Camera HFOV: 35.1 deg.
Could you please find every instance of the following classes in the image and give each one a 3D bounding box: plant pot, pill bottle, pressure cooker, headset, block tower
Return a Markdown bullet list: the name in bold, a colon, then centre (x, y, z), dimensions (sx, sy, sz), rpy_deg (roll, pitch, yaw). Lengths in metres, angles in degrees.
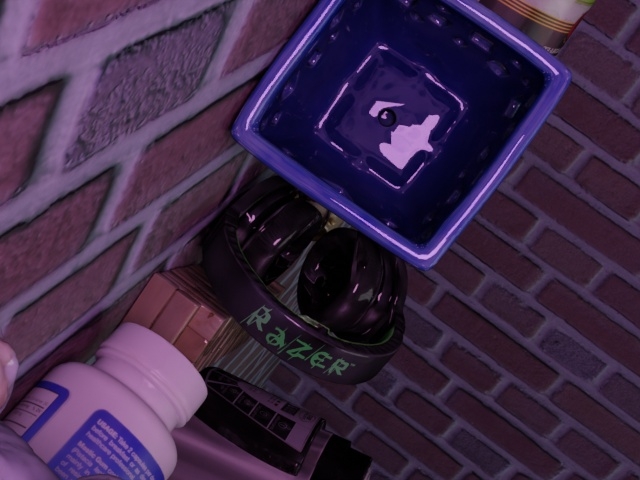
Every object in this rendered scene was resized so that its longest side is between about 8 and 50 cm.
- **plant pot**: centre (0.076, -0.130, 1.019), dimensions (0.236, 0.236, 0.212), rpy_deg (-54, -179, 4)
- **pill bottle**: centre (-0.229, 0.210, 0.926), dimensions (0.272, 0.152, 0.152), rpy_deg (-49, 173, -29)
- **pressure cooker**: centre (-0.110, 0.391, 1.313), dimensions (0.375, 0.420, 0.370), rpy_deg (101, 14, -52)
- **headset**: centre (0.000, 0.000, 1.179), dimensions (0.185, 0.243, 0.394), rpy_deg (-52, -164, 21)
- **block tower**: centre (-0.136, 0.086, 1.229), dimensions (0.097, 0.091, 0.335), rpy_deg (-54, 173, 10)

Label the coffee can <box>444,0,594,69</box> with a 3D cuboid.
- **coffee can**: centre (0.233, -0.323, 1.203), dimensions (0.275, 0.201, 0.201), rpy_deg (-57, 173, 27)

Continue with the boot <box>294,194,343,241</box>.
- **boot**: centre (0.043, -0.111, 1.471), dimensions (0.203, 0.095, 0.262), rpy_deg (-50, 177, -21)

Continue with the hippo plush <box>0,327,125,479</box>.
- **hippo plush**: centre (-0.218, 0.215, 0.651), dimensions (0.234, 0.236, 0.294), rpy_deg (-50, 173, -28)
